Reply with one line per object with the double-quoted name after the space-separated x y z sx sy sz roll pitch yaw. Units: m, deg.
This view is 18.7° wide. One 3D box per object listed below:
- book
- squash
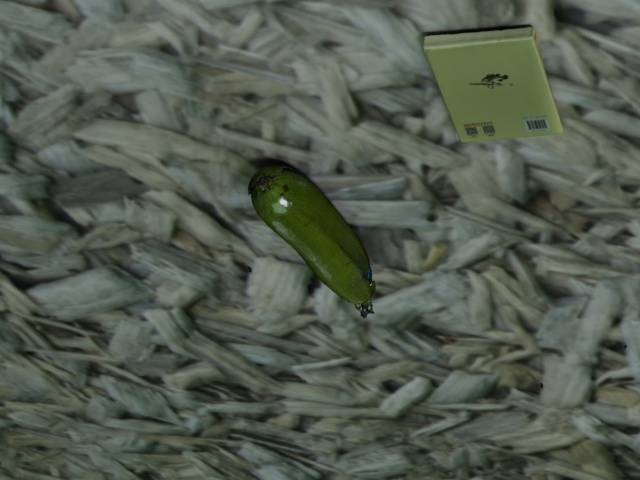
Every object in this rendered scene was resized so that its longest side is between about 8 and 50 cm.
0.122 -0.109 1.361 0.077 0.014 0.111 -4 145 17 "book"
0.000 0.000 1.524 0.052 0.052 0.183 -10 141 27 "squash"
